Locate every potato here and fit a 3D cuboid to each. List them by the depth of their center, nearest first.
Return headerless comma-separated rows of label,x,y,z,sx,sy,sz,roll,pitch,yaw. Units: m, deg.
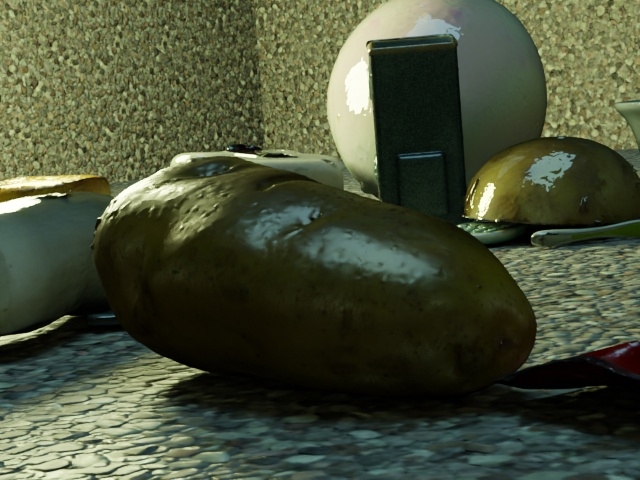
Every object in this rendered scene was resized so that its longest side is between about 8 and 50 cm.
potato,-0.015,0.030,0.908,0.369,0.176,0.195,15,-23,49
potato,0.311,-0.077,1.701,0.239,0.116,0.299,1,2,37

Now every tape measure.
tape measure,-0.086,-0.082,2.004,0.258,0.130,0.265,-3,7,-38

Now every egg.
egg,0.173,-0.198,2.052,0.354,0.354,0.340,-3,24,17

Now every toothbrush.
toothbrush,0.379,-0.012,1.562,0.263,0.022,0.026,-5,20,-13

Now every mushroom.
mushroom,-0.262,0.020,1.253,0.177,0.126,0.397,-18,2,23

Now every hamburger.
hamburger,-0.389,-0.040,1.924,0.191,0.118,0.182,-6,8,18

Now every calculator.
calculator,0.210,-0.011,1.652,0.095,0.021,0.153,0,5,25

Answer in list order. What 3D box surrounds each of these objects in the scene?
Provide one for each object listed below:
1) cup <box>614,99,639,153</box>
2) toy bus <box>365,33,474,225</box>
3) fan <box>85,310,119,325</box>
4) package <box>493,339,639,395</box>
cup,0.596,-0.129,1.837,0.347,0.163,0.347,-4,6,0
toy bus,0.136,-0.145,1.807,0.138,0.275,0.167,-4,9,3
fan,-0.076,0.060,1.208,0.282,0.023,0.057,-5,-3,-5
package,0.244,0.067,0.710,0.194,0.071,0.269,9,-4,-25
